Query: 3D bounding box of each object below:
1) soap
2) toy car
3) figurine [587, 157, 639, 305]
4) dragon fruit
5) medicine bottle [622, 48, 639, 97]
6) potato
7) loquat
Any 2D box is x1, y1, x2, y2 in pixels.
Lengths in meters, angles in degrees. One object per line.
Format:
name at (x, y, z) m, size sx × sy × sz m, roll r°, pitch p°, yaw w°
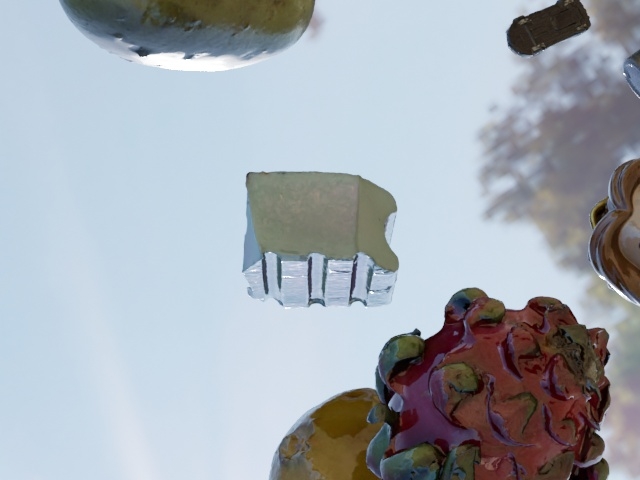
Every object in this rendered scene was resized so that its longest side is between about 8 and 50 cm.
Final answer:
soap at (0.000, 0.000, 1.819) m, size 0.230 × 0.145 × 0.091 m, roll 93°, pitch 176°, yaw -76°
toy car at (0.221, -0.207, 1.898) m, size 0.093 × 0.025 × 0.041 m, roll -24°, pitch -97°, yaw -18°
figurine at (0.351, 0.006, 1.725) m, size 0.189 × 0.263 × 0.142 m, roll 35°, pitch -107°, yaw -50°
dragon fruit at (0.141, 0.174, 1.591) m, size 0.218 × 0.198 × 0.273 m, roll -28°, pitch -59°, yaw -44°
medicine bottle at (0.401, -0.215, 1.978) m, size 0.057 × 0.199 × 0.057 m, roll 52°, pitch 168°, yaw 16°
potato at (-0.142, -0.260, 1.950) m, size 0.307 × 0.210 × 0.173 m, roll 8°, pitch -96°, yaw -55°
loquat at (0.048, 0.243, 1.862) m, size 0.234 × 0.187 × 0.176 m, roll 29°, pitch -173°, yaw -37°
